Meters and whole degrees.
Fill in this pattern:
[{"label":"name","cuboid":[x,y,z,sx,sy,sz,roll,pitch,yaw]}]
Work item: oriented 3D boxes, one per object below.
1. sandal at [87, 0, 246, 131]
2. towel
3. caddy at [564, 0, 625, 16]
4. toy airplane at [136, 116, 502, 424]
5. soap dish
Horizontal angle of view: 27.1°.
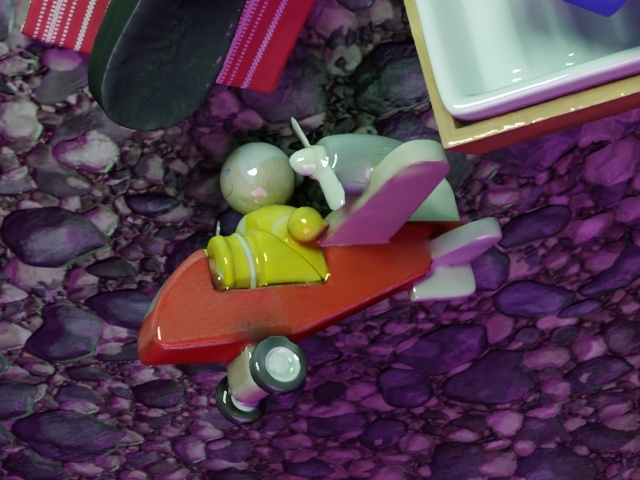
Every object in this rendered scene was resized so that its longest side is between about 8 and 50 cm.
[{"label":"sandal","cuboid":[-0.077,-0.278,1.163,0.168,0.107,0.445,-7,131,-39]},{"label":"towel","cuboid":[-0.139,-0.247,1.309,0.275,0.031,0.199,11,135,-20]},{"label":"caddy","cuboid":[0.224,-0.350,1.074,0.179,0.241,0.341,24,143,-1]},{"label":"toy airplane","cuboid":[0.000,0.000,1.471,0.386,0.272,0.384,-34,171,15]},{"label":"soap dish","cuboid":[0.236,-0.215,1.272,0.291,0.229,0.118,-16,154,8]}]
